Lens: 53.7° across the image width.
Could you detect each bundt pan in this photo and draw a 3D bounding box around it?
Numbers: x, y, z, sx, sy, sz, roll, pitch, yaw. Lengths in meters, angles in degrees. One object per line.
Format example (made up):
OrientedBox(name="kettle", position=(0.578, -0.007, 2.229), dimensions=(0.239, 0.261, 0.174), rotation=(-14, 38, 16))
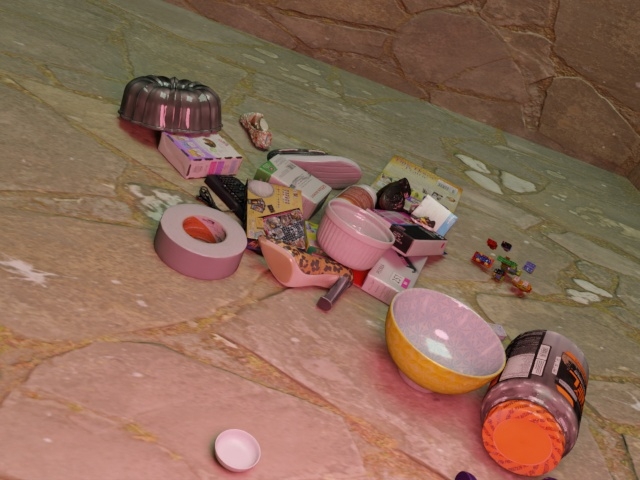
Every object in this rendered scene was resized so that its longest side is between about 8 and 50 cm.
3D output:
OrientedBox(name="bundt pan", position=(-0.465, -0.440, 1.999), dimensions=(0.330, 0.124, 0.331), rotation=(11, 22, -4))

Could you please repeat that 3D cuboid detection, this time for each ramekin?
OrientedBox(name="ramekin", position=(0.085, -0.010, 1.702), dimensions=(0.207, 0.109, 0.207), rotation=(27, 20, -11))

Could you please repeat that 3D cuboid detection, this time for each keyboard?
OrientedBox(name="keyboard", position=(-0.229, -0.094, 1.800), dimensions=(0.201, 0.033, 0.317), rotation=(-12, 45, -46))

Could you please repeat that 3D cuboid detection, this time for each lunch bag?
OrientedBox(name="lunch bag", position=(0.444, 0.261, 1.697), dimensions=(0.083, 0.071, 0.053), rotation=(15, 35, -22))

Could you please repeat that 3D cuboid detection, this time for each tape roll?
OrientedBox(name="tape roll", position=(-0.295, 0.000, 1.562), dimensions=(0.219, 0.072, 0.219), rotation=(19, 30, -12))

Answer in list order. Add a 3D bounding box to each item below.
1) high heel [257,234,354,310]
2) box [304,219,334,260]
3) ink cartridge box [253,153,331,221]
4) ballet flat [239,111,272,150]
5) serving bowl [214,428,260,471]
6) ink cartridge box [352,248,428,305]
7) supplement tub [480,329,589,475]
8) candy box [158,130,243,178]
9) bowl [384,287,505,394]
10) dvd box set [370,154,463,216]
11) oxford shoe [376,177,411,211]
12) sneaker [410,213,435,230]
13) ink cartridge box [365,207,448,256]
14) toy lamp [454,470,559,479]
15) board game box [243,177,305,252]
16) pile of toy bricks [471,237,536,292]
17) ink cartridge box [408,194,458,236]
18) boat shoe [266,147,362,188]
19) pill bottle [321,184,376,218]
OrientedBox(name="high heel", position=(-0.034, 0.051, 1.643), dimensions=(0.261, 0.093, 0.186), rotation=(42, 36, 2))
OrientedBox(name="box", position=(0.000, 0.000, 1.795), dimensions=(0.105, 0.043, 0.179), rotation=(17, 26, -13))
OrientedBox(name="ink cartridge box", position=(-0.089, -0.159, 1.939), dimensions=(0.208, 0.087, 0.153), rotation=(33, 31, 6))
OrientedBox(name="ballet flat", position=(-0.221, -0.409, 2.253), dimensions=(0.091, 0.077, 0.241), rotation=(3, 36, -32))
OrientedBox(name="serving bowl", position=(-0.149, 0.376, 1.119), dimensions=(0.083, 0.027, 0.083), rotation=(18, 31, -11))
OrientedBox(name="ink cartridge box", position=(0.169, 0.061, 1.821), dimensions=(0.238, 0.060, 0.275), rotation=(30, 30, 7))
OrientedBox(name="supplement tub", position=(0.486, 0.361, 1.435), dimensions=(0.207, 0.207, 0.338), rotation=(33, 32, 13))
OrientedBox(name="candy box", position=(-0.365, -0.266, 1.929), dimensions=(0.196, 0.070, 0.165), rotation=(-11, 46, -45))
OrientedBox(name="bowl", position=(0.264, 0.263, 1.475), dimensions=(0.289, 0.156, 0.289), rotation=(19, 30, -11))
OrientedBox(name="dvd box set", position=(0.346, -0.164, 2.303), dimensions=(0.307, 0.062, 0.420), rotation=(28, 30, 6))
OrientedBox(name="oxford shoe", position=(0.223, -0.136, 2.047), dimensions=(0.227, 0.096, 0.083), rotation=(-38, 110, -63))
OrientedBox(name="sneaker", position=(0.316, -0.063, 1.945), dimensions=(0.083, 0.035, 0.031), rotation=(29, 14, 1))
OrientedBox(name="ink cartridge box", position=(0.271, -0.021, 1.925), dimensions=(0.175, 0.069, 0.371), rotation=(35, 14, 25))
OrientedBox(name="toy lamp", position=(0.400, 0.510, 1.269), dimensions=(0.274, 0.080, 0.080), rotation=(13, 32, -18))
OrientedBox(name="board game box", position=(-0.129, -0.063, 1.740), dimensions=(0.164, 0.042, 0.243), rotation=(12, 42, -16))
OrientedBox(name="pile of toy bricks", position=(0.618, 0.087, 2.092), dimensions=(0.212, 0.118, 0.105), rotation=(30, -10, 29))
OrientedBox(name="ink cartridge box", position=(0.356, -0.073, 2.054), dimensions=(0.143, 0.092, 0.090), rotation=(40, 76, 9))
OrientedBox(name="boat shoe", position=(-0.020, -0.261, 2.124), dimensions=(0.335, 0.121, 0.119), rotation=(6, 39, -26))
OrientedBox(name="pill bottle", position=(0.097, -0.101, 1.960), dimensions=(0.121, 0.121, 0.216), rotation=(32, 31, 11))
